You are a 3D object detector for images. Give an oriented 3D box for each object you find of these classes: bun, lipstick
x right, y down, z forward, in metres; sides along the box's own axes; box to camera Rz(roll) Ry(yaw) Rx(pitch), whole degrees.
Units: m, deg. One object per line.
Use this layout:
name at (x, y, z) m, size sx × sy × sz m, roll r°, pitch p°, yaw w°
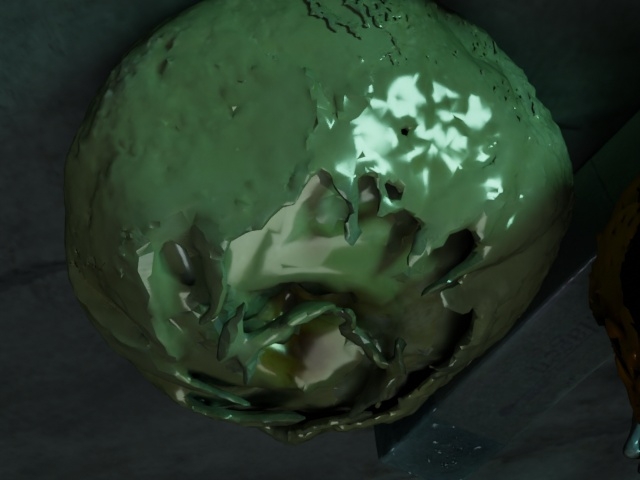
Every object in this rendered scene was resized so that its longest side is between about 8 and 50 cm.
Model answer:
bun at (0.000, 0.000, 0.425) m, size 0.259 × 0.152 × 0.259 m, roll 0°, pitch 129°, yaw 0°
lipstick at (0.146, 0.027, 0.502) m, size 0.066 × 0.068 × 0.317 m, roll 26°, pitch 123°, yaw -20°

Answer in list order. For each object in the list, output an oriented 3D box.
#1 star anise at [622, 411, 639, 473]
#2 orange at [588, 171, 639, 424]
star anise at (0.286, 0.073, 0.531) m, size 0.229 × 0.093 × 0.236 m, roll 12°, pitch 128°, yaw -12°
orange at (0.215, 0.048, 0.335) m, size 0.182 × 0.234 × 0.234 m, roll -26°, pitch 126°, yaw 3°
